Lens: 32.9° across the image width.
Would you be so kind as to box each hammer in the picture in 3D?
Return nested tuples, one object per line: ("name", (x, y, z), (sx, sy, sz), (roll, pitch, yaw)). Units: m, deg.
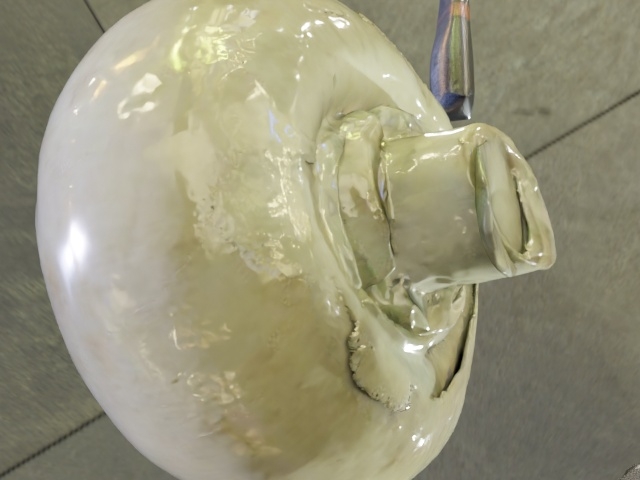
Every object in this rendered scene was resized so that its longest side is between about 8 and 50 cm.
("hammer", (0.129, -0.233, 1.017), (0.037, 0.137, 0.290), (20, 55, -25))

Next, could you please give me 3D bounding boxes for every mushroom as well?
("mushroom", (0.000, 0.000, 0.484), (0.202, 0.246, 0.246), (-7, 69, 29))

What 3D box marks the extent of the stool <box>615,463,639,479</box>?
("stool", (0.188, 0.245, 0.302), (0.297, 0.297, 0.330), (-32, 90, -4))
